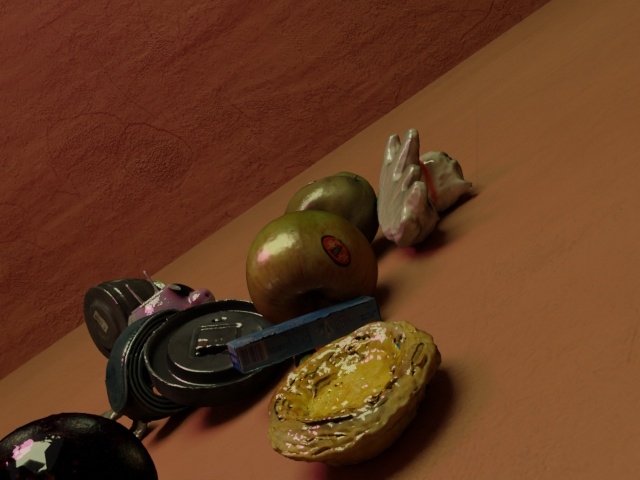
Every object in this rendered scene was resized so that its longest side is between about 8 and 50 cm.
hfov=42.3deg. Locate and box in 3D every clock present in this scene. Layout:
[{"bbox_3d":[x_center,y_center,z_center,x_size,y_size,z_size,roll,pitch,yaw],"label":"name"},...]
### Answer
[{"bbox_3d":[-0.202,0.215,1.614,0.280,0.055,0.281,-5,31,3],"label":"clock"}]

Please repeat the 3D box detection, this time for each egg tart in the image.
[{"bbox_3d":[0.048,0.222,1.135,0.290,0.107,0.291,-28,15,8],"label":"egg tart"}]

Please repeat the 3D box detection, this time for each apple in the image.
[{"bbox_3d":[-0.020,0.057,1.587,0.260,0.261,0.194,-31,41,18],"label":"apple"}]

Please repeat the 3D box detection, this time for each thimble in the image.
[{"bbox_3d":[-0.417,0.394,1.745,0.110,0.084,0.062,-53,16,-19],"label":"thimble"}]

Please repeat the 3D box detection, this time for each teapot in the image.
[{"bbox_3d":[-0.523,0.201,2.421,0.239,0.240,0.321,-24,-5,-41],"label":"teapot"}]

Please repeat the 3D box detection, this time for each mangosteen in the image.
[{"bbox_3d":[-0.380,0.402,1.247,0.288,0.288,0.288,-33,12,8],"label":"mangosteen"}]

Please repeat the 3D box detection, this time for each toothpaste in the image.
[{"bbox_3d":[-0.025,0.163,1.457,0.272,0.053,0.066,-18,6,-20],"label":"toothpaste"}]

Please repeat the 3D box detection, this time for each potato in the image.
[{"bbox_3d":[-0.003,-0.002,1.862,0.351,0.202,0.218,-59,-12,-11],"label":"potato"}]

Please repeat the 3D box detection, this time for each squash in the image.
[{"bbox_3d":[-0.022,0.216,1.452,0.052,0.052,0.183,-36,11,-4],"label":"squash"}]

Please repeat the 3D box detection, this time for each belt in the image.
[{"bbox_3d":[-0.334,0.265,1.720,0.116,0.206,0.267,-24,19,39],"label":"belt"}]

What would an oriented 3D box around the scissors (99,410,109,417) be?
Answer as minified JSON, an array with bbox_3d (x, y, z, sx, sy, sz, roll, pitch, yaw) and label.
[{"bbox_3d":[-0.694,0.530,2.080,0.447,0.029,0.192,-32,13,17],"label":"scissors"}]

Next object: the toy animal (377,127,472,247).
[{"bbox_3d":[0.228,-0.095,1.752,0.266,0.188,0.308,-68,13,-9],"label":"toy animal"}]

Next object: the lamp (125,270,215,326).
[{"bbox_3d":[-0.395,0.191,2.101,0.247,0.247,0.301,-35,5,-13],"label":"lamp"}]
